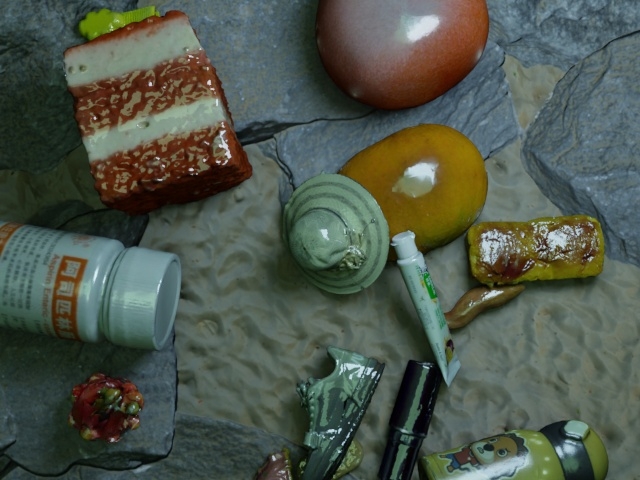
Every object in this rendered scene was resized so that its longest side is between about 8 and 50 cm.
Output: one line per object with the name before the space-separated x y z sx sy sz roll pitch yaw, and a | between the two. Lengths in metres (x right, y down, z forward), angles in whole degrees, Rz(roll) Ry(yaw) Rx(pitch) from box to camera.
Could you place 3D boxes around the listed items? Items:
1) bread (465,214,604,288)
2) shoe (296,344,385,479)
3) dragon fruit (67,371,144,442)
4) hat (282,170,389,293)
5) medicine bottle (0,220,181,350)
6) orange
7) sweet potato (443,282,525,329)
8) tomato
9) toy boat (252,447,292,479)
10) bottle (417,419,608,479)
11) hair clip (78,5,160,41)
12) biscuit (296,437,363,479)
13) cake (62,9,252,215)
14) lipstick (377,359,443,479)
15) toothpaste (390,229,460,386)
bread | 0.429 0.024 1.467 0.270 0.077 0.139 -3 79 -1
shoe | 0.004 0.342 1.440 0.149 0.109 0.293 27 77 13
dragon fruit | -0.413 0.328 1.442 0.150 0.207 0.133 -32 101 -43
hat | 0.000 0.000 1.406 0.251 0.110 0.252 11 112 30
medicine bottle | -0.474 0.090 1.422 0.371 0.211 0.211 10 86 3
orange | 0.189 -0.104 1.484 0.310 0.274 0.275 -17 84 -31
sweet potato | 0.317 0.126 1.481 0.202 0.058 0.055 -27 129 3
tomato | 0.155 -0.429 1.418 0.341 0.273 0.342 0 86 1
toy boat | -0.097 0.575 1.436 0.140 0.099 0.318 -2 84 29
bottle | 0.373 0.445 1.396 0.351 0.171 0.172 -17 85 -8
hair clip | -0.428 -0.456 1.548 0.173 0.046 0.072 -5 81 3
biscuit | 0.018 0.448 1.477 0.147 0.018 0.071 -29 86 -3
cake | -0.305 -0.234 1.414 0.269 0.270 0.320 -17 85 0
lipstick | 0.170 0.384 1.447 0.081 0.081 0.300 16 84 3
toothpaste | 0.208 0.132 1.422 0.058 0.056 0.315 -26 105 -10
